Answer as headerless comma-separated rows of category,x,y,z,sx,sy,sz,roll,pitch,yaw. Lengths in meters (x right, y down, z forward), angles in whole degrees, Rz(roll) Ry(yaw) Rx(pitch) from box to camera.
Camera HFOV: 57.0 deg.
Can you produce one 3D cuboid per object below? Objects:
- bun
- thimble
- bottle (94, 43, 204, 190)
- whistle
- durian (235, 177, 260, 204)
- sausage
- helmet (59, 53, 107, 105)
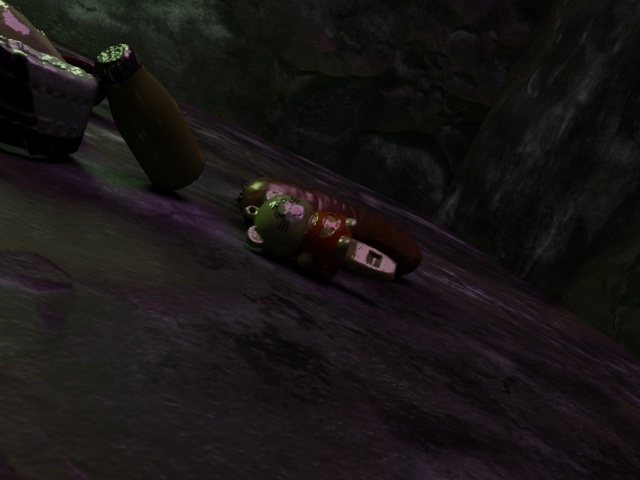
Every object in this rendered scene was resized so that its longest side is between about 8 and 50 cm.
bun,-0.589,-0.342,1.132,0.273,0.168,0.273,41,-7,6
thimble,-0.480,-0.237,0.935,0.237,0.150,0.237,25,9,-5
bottle,-0.300,-0.212,1.031,0.112,0.112,0.260,36,-22,42
whistle,0.000,0.000,1.035,0.288,0.106,0.131,22,50,-2
durian,-0.108,-0.087,1.275,0.148,0.091,0.188,34,15,36
sausage,0.052,-0.014,1.243,0.501,0.123,0.136,19,-16,-37
helmet,-0.603,-0.384,1.461,0.155,0.106,0.175,30,15,10
